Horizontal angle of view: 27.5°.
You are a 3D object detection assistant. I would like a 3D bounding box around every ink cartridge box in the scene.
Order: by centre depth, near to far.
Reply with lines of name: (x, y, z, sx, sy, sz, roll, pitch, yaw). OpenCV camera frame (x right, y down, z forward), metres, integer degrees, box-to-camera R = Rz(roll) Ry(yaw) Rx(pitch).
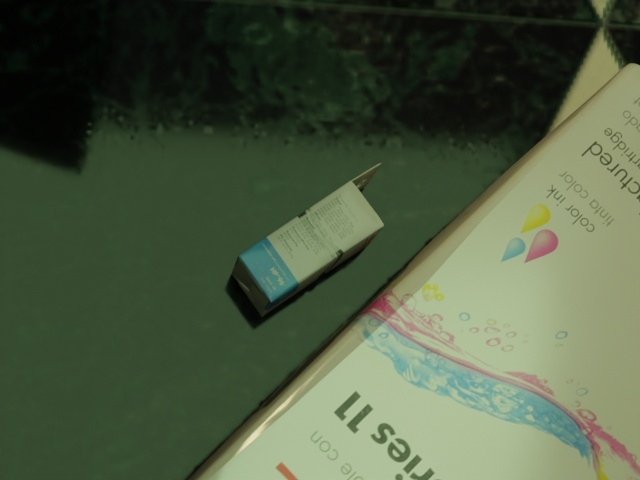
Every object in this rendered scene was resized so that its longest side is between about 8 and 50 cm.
ink cartridge box: (0.076, 0.118, 0.582, 0.353, 0.119, 0.207, -43, 87, -14)
ink cartridge box: (0.000, 0.000, 0.632, 0.083, 0.048, 0.028, -34, 85, -13)
